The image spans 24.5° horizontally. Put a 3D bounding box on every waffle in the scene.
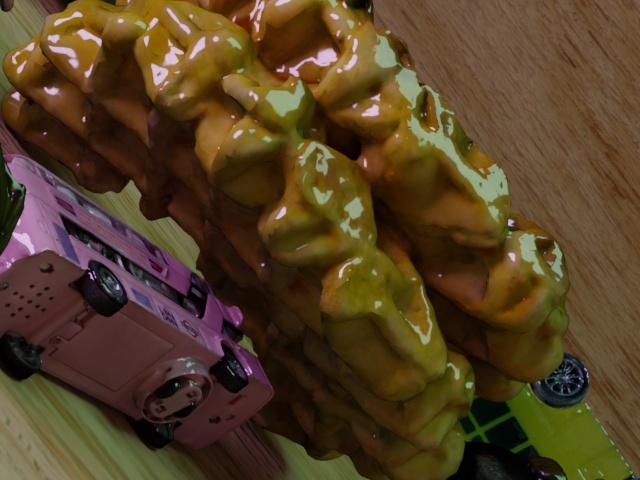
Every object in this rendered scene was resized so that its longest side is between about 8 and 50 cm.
[{"bbox_3d":[-0.018,-0.019,0.819,0.324,0.151,0.261,50,-27,-11],"label":"waffle"}]

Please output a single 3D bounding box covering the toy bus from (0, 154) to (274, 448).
[{"bbox_3d":[-0.099,0.033,0.693,0.203,0.063,0.090,41,15,-53],"label":"toy bus"}]

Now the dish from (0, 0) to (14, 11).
[{"bbox_3d":[-0.253,-0.213,0.796,0.234,0.064,0.154,49,10,-27],"label":"dish"}]

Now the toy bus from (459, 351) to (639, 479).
[{"bbox_3d":[0.185,0.216,1.209,0.262,0.150,0.128,58,-20,20],"label":"toy bus"}]

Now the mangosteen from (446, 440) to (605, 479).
[{"bbox_3d":[0.124,0.192,0.979,0.137,0.151,0.137,159,-90,-88],"label":"mangosteen"}]

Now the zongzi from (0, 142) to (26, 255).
[{"bbox_3d":[-0.189,-0.085,0.481,0.251,0.125,0.274,52,3,-11],"label":"zongzi"}]

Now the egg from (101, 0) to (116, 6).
[{"bbox_3d":[-0.133,-0.281,1.191,0.218,0.218,0.295,57,2,17],"label":"egg"}]
